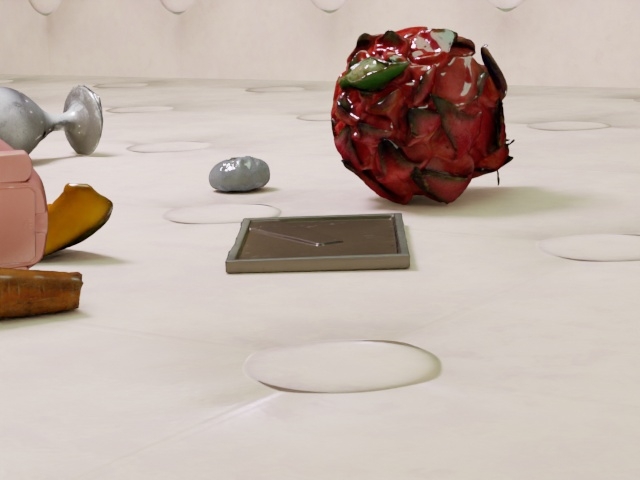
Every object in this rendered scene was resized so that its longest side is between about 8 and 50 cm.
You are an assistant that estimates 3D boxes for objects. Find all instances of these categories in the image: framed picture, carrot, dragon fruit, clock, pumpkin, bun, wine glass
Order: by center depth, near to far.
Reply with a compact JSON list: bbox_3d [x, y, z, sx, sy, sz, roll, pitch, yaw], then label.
[{"bbox_3d":[-0.286,0.046,1.243,0.161,0.055,0.055,2,9,-20],"label":"carrot"},{"bbox_3d":[-0.320,-0.032,1.368,0.092,0.166,0.162,-7,19,-27],"label":"clock"},{"bbox_3d":[0.000,0.000,1.521,0.184,0.016,0.250,-2,10,1],"label":"framed picture"},{"bbox_3d":[-0.396,-0.033,1.552,0.258,0.095,0.290,-3,13,-30],"label":"pumpkin"},{"bbox_3d":[0.138,-0.138,1.806,0.293,0.234,0.234,34,-8,-29],"label":"dragon fruit"},{"bbox_3d":[-0.108,-0.089,1.931,0.083,0.045,0.083,-3,6,0],"label":"bun"},{"bbox_3d":[-0.470,-0.182,2.276,0.241,0.126,0.126,-7,12,-40],"label":"wine glass"}]
